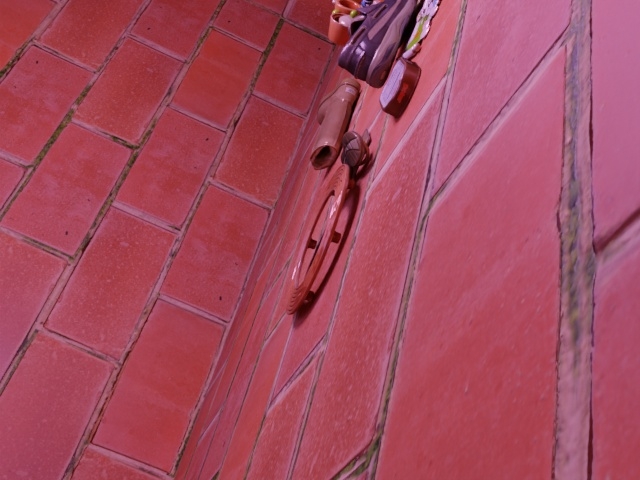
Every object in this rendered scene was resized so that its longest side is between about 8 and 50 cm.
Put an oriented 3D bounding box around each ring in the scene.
[{"bbox_3d":[0.000,0.000,1.632,0.336,0.032,0.337,-160,90,-81],"label":"ring"}]

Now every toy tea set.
[{"bbox_3d":[0.124,-0.605,2.024,0.336,0.200,0.124,-76,5,-53],"label":"toy tea set"}]

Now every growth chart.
[{"bbox_3d":[0.223,-0.485,1.664,0.172,0.021,0.237,153,139,-76],"label":"growth chart"}]

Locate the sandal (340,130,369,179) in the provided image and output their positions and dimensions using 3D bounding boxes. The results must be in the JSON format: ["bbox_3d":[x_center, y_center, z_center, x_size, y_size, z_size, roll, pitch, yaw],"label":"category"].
[{"bbox_3d":[0.077,-0.180,1.625,0.180,0.049,0.072,100,152,-74],"label":"sandal"}]

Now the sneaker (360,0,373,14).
[{"bbox_3d":[0.172,-0.716,2.264,0.330,0.129,0.147,11,-95,-79],"label":"sneaker"}]

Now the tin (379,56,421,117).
[{"bbox_3d":[0.154,-0.303,1.538,0.190,0.040,0.106,-90,21,-71],"label":"tin"}]

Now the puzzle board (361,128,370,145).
[{"bbox_3d":[0.081,-0.182,1.749,0.096,0.011,0.128,-91,26,-69],"label":"puzzle board"}]

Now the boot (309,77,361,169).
[{"bbox_3d":[0.019,-0.316,2.271,0.236,0.089,0.269,126,164,-58],"label":"boot"}]

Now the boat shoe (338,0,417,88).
[{"bbox_3d":[0.132,-0.491,1.778,0.132,0.130,0.355,110,-177,-46],"label":"boat shoe"}]
